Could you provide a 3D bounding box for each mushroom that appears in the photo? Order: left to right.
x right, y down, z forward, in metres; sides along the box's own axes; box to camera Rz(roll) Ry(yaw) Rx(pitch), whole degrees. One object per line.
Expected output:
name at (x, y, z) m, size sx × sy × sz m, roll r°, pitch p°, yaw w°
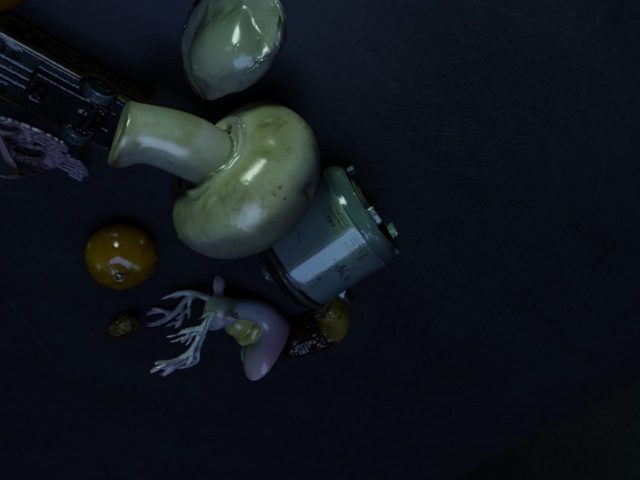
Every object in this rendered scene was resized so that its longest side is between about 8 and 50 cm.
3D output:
mushroom at (-0.172, -0.100, 0.912) m, size 0.356 × 0.315 × 0.315 m, roll -20°, pitch 136°, yaw -21°

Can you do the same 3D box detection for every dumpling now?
dumpling at (-0.153, -0.341, 0.846) m, size 0.247 × 0.142 × 0.173 m, roll -19°, pitch 100°, yaw 37°

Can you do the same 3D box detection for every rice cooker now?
rice cooker at (0.000, 0.000, 1.091) m, size 0.316 × 0.264 × 0.317 m, roll 1°, pitch 109°, yaw 2°

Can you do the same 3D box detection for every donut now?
donut at (-0.002, 0.246, 1.409) m, size 0.151 × 0.112 × 0.295 m, roll 28°, pitch 122°, yaw -27°

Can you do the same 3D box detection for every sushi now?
sushi at (-0.518, 0.226, 1.321) m, size 0.118 × 0.061 × 0.060 m, roll -44°, pitch 152°, yaw 17°

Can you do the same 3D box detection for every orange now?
orange at (-0.446, 0.040, 1.127) m, size 0.156 × 0.124 × 0.156 m, roll -3°, pitch 133°, yaw -4°

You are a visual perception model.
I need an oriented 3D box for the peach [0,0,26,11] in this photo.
peach at (-0.487, -0.423, 0.627) m, size 0.280 × 0.238 × 0.281 m, roll -6°, pitch 134°, yaw -6°

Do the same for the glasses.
glasses at (-0.522, -0.147, 0.905) m, size 0.162 × 0.095 × 0.255 m, roll 5°, pitch 167°, yaw -4°

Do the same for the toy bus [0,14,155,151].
toy bus at (-0.455, -0.271, 0.848) m, size 0.335 × 0.123 × 0.121 m, roll 27°, pitch 123°, yaw -30°

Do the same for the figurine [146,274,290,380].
figurine at (-0.269, 0.246, 1.303) m, size 0.284 × 0.206 × 0.316 m, roll -38°, pitch 122°, yaw 8°
